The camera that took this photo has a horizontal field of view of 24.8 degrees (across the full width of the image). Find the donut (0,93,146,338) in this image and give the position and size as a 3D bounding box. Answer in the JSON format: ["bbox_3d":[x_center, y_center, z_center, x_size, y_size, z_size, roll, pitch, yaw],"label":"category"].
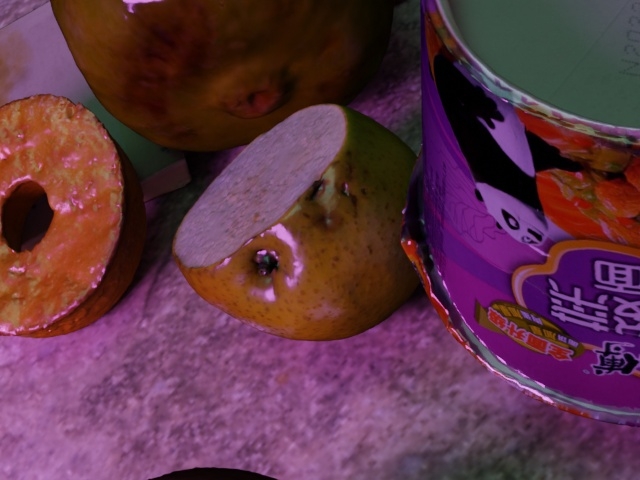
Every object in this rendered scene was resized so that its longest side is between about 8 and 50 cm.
[{"bbox_3d":[-0.171,-0.011,0.903,0.152,0.058,0.151,-6,73,21],"label":"donut"}]

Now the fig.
[{"bbox_3d":[-0.068,-0.169,0.879,0.203,0.203,0.225,-28,54,11],"label":"fig"}]

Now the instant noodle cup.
[{"bbox_3d":[0.148,-0.069,0.626,0.251,0.190,0.251,-5,58,9],"label":"instant noodle cup"}]

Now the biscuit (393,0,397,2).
[{"bbox_3d":[-0.049,-0.194,1.020,0.280,0.043,0.183,16,68,44],"label":"biscuit"}]

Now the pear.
[{"bbox_3d":[0.000,0.000,0.780,0.141,0.104,0.141,-36,20,16],"label":"pear"}]

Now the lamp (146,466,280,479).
[{"bbox_3d":[-0.039,0.172,0.645,0.157,0.156,0.135,21,21,9],"label":"lamp"}]

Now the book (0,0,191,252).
[{"bbox_3d":[-0.233,-0.057,1.009,0.289,0.026,0.201,-28,55,12],"label":"book"}]
